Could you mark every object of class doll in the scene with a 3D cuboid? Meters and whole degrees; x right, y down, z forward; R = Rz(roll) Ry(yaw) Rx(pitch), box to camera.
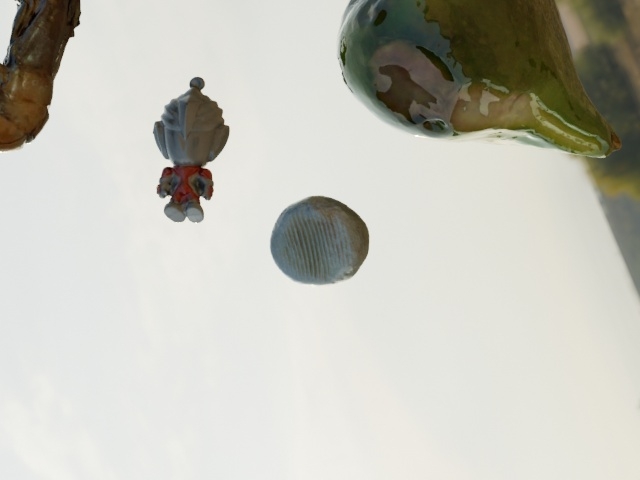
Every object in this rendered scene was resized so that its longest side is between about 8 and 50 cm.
[{"bbox_3d":[-0.157,-0.109,1.847,0.079,0.094,0.180,67,-153,-75],"label":"doll"}]

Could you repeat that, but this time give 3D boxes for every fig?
[{"bbox_3d":[0.152,-0.156,1.362,0.275,0.206,0.206,31,-156,-16],"label":"fig"}]

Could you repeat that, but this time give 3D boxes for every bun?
[{"bbox_3d":[0.000,0.000,1.249,0.083,0.083,0.045,66,-156,-4],"label":"bun"}]

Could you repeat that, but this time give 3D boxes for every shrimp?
[{"bbox_3d":[-0.377,-0.236,1.777,0.178,0.075,0.289,24,-112,-23],"label":"shrimp"}]
